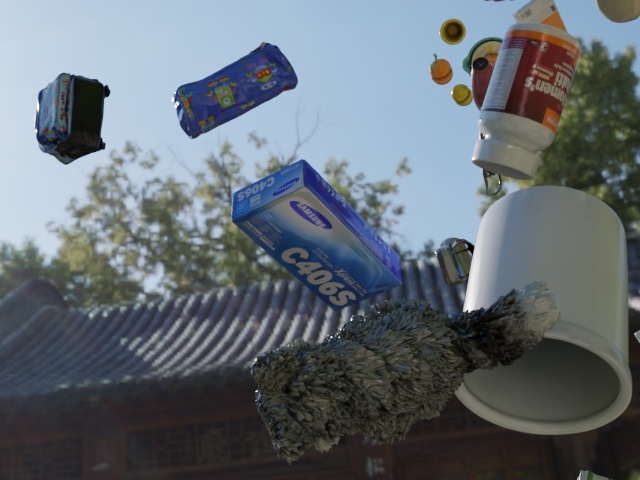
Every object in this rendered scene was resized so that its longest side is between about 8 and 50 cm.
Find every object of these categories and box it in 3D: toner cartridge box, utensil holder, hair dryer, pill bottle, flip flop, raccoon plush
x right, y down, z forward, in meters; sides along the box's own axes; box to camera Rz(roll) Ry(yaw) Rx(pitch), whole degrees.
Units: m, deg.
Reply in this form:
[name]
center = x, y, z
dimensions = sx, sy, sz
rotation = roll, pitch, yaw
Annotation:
[toner cartridge box]
center = 0.000, 0.000, 1.735
dimensions = 0.165, 0.075, 0.348
rotation = -25, -45, 24
[utensil holder]
center = 0.442, 0.132, 1.783
dimensions = 0.327, 0.386, 0.328
rotation = 10, -41, 9
[hair dryer]
center = 0.381, -0.266, 1.998
dimensions = 0.080, 0.224, 0.294
rotation = -9, -66, 16
[pill bottle]
center = 0.315, -0.213, 1.405
dimensions = 0.121, 0.221, 0.121
rotation = 17, -2, 1
[flip flop]
center = 0.325, 0.040, 2.110
dimensions = 0.080, 0.112, 0.277
rotation = -25, -5, 15
[raccoon plush]
center = 0.097, 0.161, 1.350
dimensions = 0.446, 0.216, 0.299
rotation = -43, -22, 27

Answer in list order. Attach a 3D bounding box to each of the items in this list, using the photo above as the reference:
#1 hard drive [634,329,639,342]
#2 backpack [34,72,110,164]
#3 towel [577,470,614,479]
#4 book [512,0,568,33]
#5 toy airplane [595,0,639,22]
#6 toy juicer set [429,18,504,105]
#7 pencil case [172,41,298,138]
[hard drive]
center = 0.612, 0.215, 1.266
dimensions = 0.203, 0.308, 0.040
rotation = -32, -13, 15
[backpack]
center = -0.509, -0.236, 1.812
dimensions = 0.116, 0.158, 0.173
rotation = 14, -21, -39
[towel]
center = 0.571, 0.535, 1.504
dimensions = 0.324, 0.248, 0.038
rotation = 18, -46, 10
[book]
center = 0.495, -0.465, 2.021
dimensions = 0.096, 0.035, 0.144
rotation = -36, -64, -10
[toy airplane]
center = 0.399, -0.548, 1.215
dimensions = 0.272, 0.385, 0.386
rotation = -13, -31, -13
[toy juicer set]
center = 0.445, -0.443, 2.436
dimensions = 0.328, 0.209, 0.089
rotation = 24, 19, 2
[pencil case]
center = -0.203, -0.357, 2.132
dimensions = 0.306, 0.133, 0.119
rotation = -30, 22, -13
